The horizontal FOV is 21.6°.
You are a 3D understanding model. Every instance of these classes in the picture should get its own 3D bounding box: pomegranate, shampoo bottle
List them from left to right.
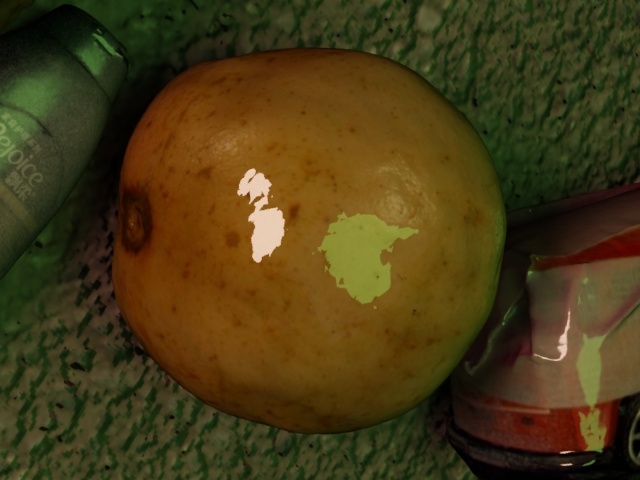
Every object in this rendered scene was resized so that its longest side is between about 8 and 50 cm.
[{"bbox_3d":[-0.173,-0.007,0.731,0.233,0.049,0.087,-51,124,-16],"label":"shampoo bottle"},{"bbox_3d":[0.000,0.000,0.794,0.196,0.196,0.196,-10,107,-35],"label":"pomegranate"}]

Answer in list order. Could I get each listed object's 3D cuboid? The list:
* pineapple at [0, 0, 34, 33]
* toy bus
[{"bbox_3d":[-0.152,-0.247,0.624,0.169,0.169,0.340,13,90,-38],"label":"pineapple"},{"bbox_3d":[0.207,0.042,0.986,0.303,0.127,0.147,-14,104,-32],"label":"toy bus"}]
